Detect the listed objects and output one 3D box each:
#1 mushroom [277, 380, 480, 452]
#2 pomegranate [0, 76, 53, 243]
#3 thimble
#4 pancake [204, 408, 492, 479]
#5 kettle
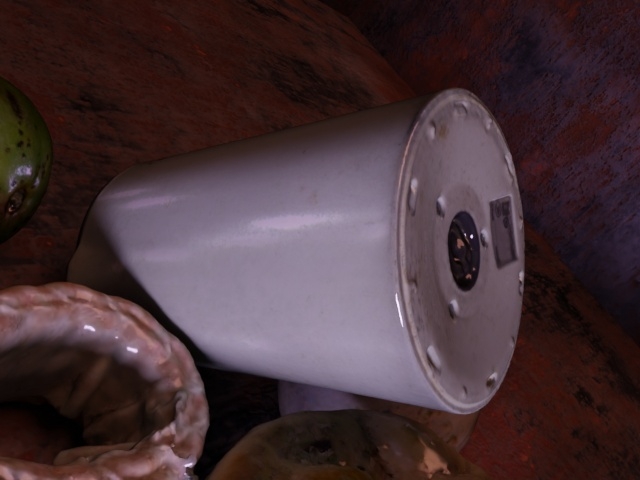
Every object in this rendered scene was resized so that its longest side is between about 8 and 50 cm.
[{"bbox_3d":[0.066,0.172,0.759,0.244,0.243,0.243,34,27,-20],"label":"mushroom"},{"bbox_3d":[-0.363,-0.085,0.558,0.224,0.181,0.181,23,25,5],"label":"pomegranate"},{"bbox_3d":[-0.206,0.137,0.454,0.229,0.148,0.196,22,32,-42],"label":"thimble"},{"bbox_3d":[0.076,0.261,0.436,0.387,0.082,0.387,22,25,-11],"label":"pancake"},{"bbox_3d":[0.000,0.000,0.628,0.361,0.377,0.249,-26,109,-52],"label":"kettle"}]
